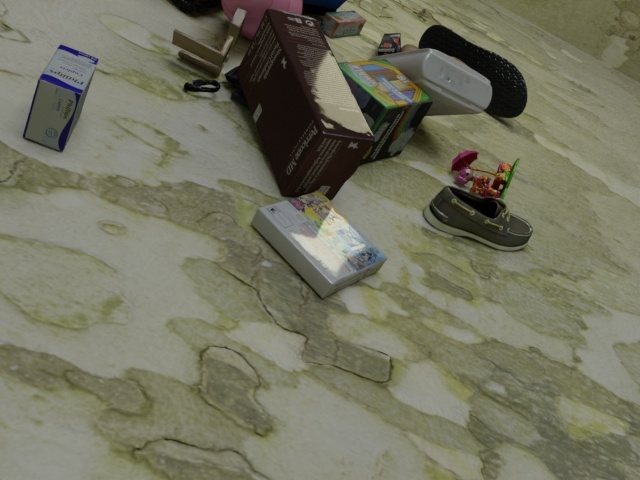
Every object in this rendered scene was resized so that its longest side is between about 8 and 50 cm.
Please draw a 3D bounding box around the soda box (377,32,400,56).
[{"bbox_3d":[0.224,-0.621,2.225,0.060,0.053,0.169,2,34,12],"label":"soda box"}]

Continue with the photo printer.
[{"bbox_3d":[0.268,-0.419,1.860,0.256,0.107,0.307,17,-2,-33],"label":"photo printer"}]

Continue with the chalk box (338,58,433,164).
[{"bbox_3d":[0.096,-0.305,1.639,0.179,0.180,0.289,46,36,20],"label":"chalk box"}]

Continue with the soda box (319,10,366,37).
[{"bbox_3d":[0.072,-0.698,2.219,0.063,0.058,0.183,41,35,15],"label":"soda box"}]

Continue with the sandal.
[{"bbox_3d":[0.535,-0.584,2.353,0.446,0.168,0.107,45,19,18],"label":"sandal"}]

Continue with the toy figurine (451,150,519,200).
[{"bbox_3d":[0.415,-0.167,1.802,0.159,0.130,0.173,23,58,11],"label":"toy figurine"}]

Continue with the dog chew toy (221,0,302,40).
[{"bbox_3d":[-0.162,-0.617,1.757,0.206,0.207,0.332,32,14,1],"label":"dog chew toy"}]

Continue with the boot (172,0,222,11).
[{"bbox_3d":[-0.365,-0.768,1.907,0.348,0.131,0.260,43,36,16],"label":"boot"}]

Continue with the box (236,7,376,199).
[{"bbox_3d":[-0.044,-0.291,1.465,0.143,0.191,0.382,0,52,-35],"label":"box"}]

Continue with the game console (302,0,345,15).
[{"bbox_3d":[-0.065,-0.815,2.145,0.293,0.173,0.250,1,45,-32],"label":"game console"}]

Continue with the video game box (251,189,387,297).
[{"bbox_3d":[0.000,0.000,1.301,0.205,0.048,0.187,46,39,19],"label":"video game box"}]

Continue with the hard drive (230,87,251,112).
[{"bbox_3d":[-0.132,-0.315,1.614,0.135,0.022,0.094,35,34,6],"label":"hard drive"}]

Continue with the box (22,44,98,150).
[{"bbox_3d":[-0.450,-0.249,1.196,0.072,0.126,0.137,20,36,-18],"label":"box"}]

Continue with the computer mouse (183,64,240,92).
[{"bbox_3d":[-0.217,-0.381,1.595,0.071,0.041,0.242,28,35,27],"label":"computer mouse"}]

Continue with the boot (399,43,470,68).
[{"bbox_3d":[0.379,-0.503,2.171,0.283,0.109,0.220,22,39,-24],"label":"boot"}]

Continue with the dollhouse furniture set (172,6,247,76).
[{"bbox_3d":[-0.264,-0.488,1.624,0.123,0.144,0.151,25,71,-9],"label":"dollhouse furniture set"}]

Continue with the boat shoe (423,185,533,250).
[{"bbox_3d":[0.392,-0.055,1.629,0.304,0.091,0.109,13,38,-25],"label":"boat shoe"}]
